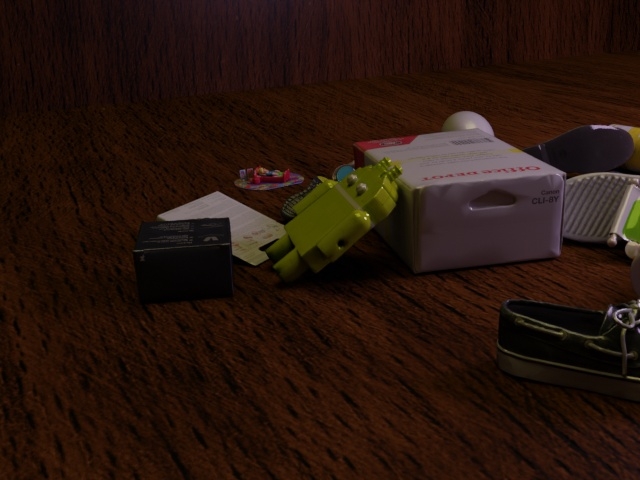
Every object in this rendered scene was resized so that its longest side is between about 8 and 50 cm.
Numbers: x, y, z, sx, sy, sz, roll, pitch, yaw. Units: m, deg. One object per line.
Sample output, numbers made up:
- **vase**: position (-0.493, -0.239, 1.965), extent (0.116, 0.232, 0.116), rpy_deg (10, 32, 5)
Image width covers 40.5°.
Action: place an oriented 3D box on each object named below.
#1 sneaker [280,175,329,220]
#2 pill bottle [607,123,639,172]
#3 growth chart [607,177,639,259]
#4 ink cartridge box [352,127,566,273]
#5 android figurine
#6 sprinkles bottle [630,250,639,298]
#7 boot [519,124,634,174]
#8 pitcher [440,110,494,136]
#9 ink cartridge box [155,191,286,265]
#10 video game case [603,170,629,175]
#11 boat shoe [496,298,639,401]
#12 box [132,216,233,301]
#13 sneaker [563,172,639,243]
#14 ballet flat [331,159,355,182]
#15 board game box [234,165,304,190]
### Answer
- **sneaker**: position (-0.029, -0.075, 1.810), extent (0.053, 0.059, 0.144), rpy_deg (39, 52, 17)
- **pill bottle**: position (0.717, -0.218, 2.040), extent (0.103, 0.103, 0.184), rpy_deg (-16, 23, -35)
- **growth chart**: position (0.618, -0.025, 1.472), extent (0.237, 0.021, 0.172), rpy_deg (12, 60, 15)
- **ink cartridge box**: position (0.243, -0.085, 1.623), extent (0.279, 0.160, 0.385), rpy_deg (-7, 19, -10)
- **android figurine**: position (0.026, -0.041, 1.470), extent (0.273, 0.056, 0.248), rpy_deg (-40, 21, 4)
- **sprinkles bottle**: position (0.608, -0.019, 1.327), extent (0.121, 0.121, 0.355), rpy_deg (15, 39, 42)
- **boot**: position (0.556, -0.197, 1.982), extent (0.305, 0.112, 0.115), rpy_deg (-12, 6, -2)
- **pitcher**: position (0.396, -0.233, 2.135), extent (0.177, 0.125, 0.207), rpy_deg (13, 24, -20)
- **ink cartridge box**: position (-0.171, -0.007, 1.654), extent (0.232, 0.066, 0.189), rpy_deg (30, 31, 21)
- **video game case**: position (0.634, -0.119, 1.891), extent (0.157, 0.019, 0.143), rpy_deg (-12, 21, -25)
- **boat shoe**: position (0.373, 0.124, 1.074), extent (0.306, 0.105, 0.113), rpy_deg (8, 21, 28)
- **box**: position (-0.226, 0.029, 1.454), extent (0.156, 0.093, 0.158), rpy_deg (-4, 18, -5)
- **sneaker**: position (0.588, -0.054, 1.599), extent (0.365, 0.135, 0.150), rpy_deg (-4, -13, 12)
- **ballet flat**: position (0.066, -0.142, 1.990), extent (0.067, 0.073, 0.206), rpy_deg (-23, 2, 34)
- **board game box**: position (-0.123, -0.158, 2.084), extent (0.168, 0.033, 0.133), rpy_deg (-14, 22, -29)
